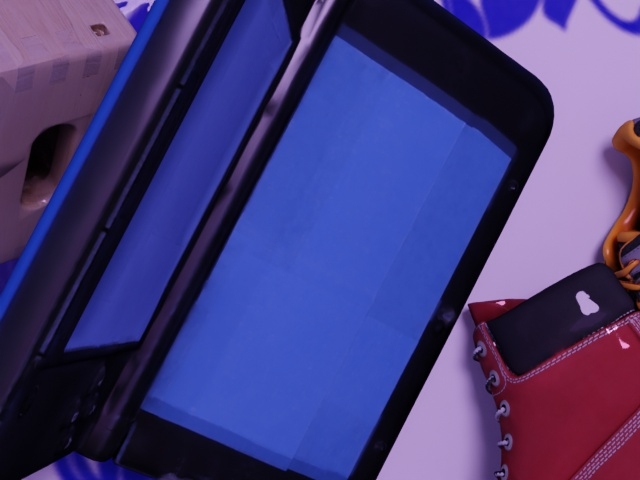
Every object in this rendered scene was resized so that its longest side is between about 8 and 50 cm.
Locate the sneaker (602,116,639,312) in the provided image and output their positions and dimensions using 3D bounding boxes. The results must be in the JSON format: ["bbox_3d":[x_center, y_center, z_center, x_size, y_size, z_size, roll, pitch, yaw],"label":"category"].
[{"bbox_3d":[0.204,0.026,0.565,0.083,0.084,0.215,5,88,-4],"label":"sneaker"}]

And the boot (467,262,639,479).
[{"bbox_3d":[0.110,0.135,0.551,0.244,0.088,0.176,-48,66,19],"label":"boot"}]

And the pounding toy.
[{"bbox_3d":[-0.180,-0.089,0.438,0.094,0.181,0.206,-22,66,-36],"label":"pounding toy"}]

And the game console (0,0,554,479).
[{"bbox_3d":[0.000,0.000,0.448,0.173,0.250,0.293,26,88,3],"label":"game console"}]
